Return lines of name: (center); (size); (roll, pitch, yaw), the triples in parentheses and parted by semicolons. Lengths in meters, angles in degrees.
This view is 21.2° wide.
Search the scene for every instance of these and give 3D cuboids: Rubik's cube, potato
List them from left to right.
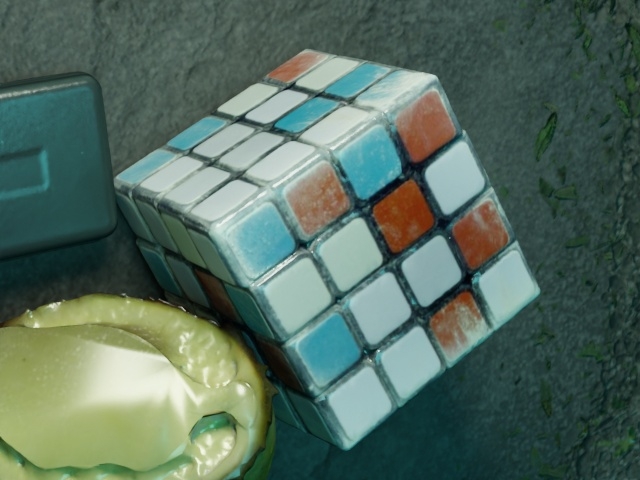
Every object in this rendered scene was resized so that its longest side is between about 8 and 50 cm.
potato: (-0.164, 0.178, 1.540); (0.285, 0.242, 0.242); (-5, 106, 6)
Rubik's cube: (0.001, 0.000, 1.577); (0.256, 0.259, 0.253); (-36, 114, -19)

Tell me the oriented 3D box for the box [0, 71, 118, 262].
box: (-0.297, -0.057, 1.518); (0.230, 0.050, 0.160); (-13, 106, -26)
